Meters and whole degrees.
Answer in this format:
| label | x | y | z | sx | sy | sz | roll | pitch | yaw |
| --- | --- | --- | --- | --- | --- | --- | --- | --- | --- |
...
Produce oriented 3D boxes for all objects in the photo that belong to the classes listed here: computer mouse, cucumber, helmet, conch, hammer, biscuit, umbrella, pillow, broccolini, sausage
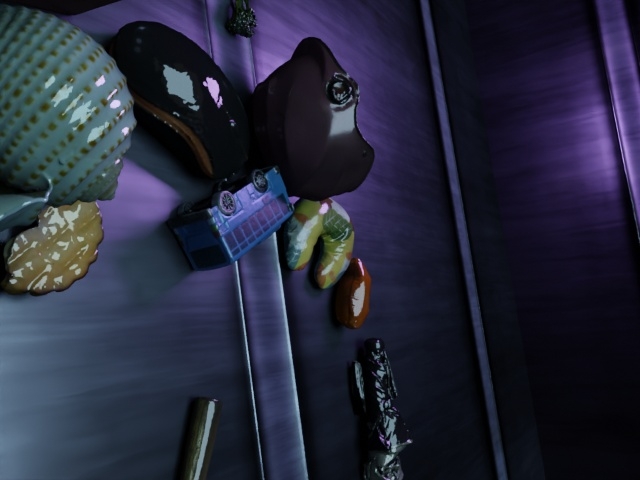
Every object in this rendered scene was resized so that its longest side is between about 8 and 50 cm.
| label | x | y | z | sx | sy | sz | roll | pitch | yaw |
| --- | --- | --- | --- | --- | --- | --- | --- | --- | --- |
| computer mouse | -0.231 | -0.248 | 0.940 | 0.323 | 0.116 | 0.183 | 46 | 49 | -40 |
| cucumber | 0.093 | 0.370 | 1.310 | 0.034 | 0.033 | 0.135 | 12 | 70 | -48 |
| helmet | -0.048 | -0.235 | 1.105 | 0.197 | 0.271 | 0.339 | -28 | 105 | -25 |
| conch | -0.384 | -0.133 | 0.581 | 0.319 | 0.215 | 0.303 | 35 | 65 | 2 |
| hammer | -0.217 | 0.468 | 0.808 | 0.168 | 0.044 | 0.440 | 35 | 53 | -45 |
| biscuit | -0.364 | -0.002 | 0.715 | 0.118 | 0.061 | 0.183 | 40 | 51 | -46 |
| umbrella | 0.158 | 0.427 | 1.326 | 0.113 | 0.106 | 0.358 | 12 | 70 | -51 |
| pillow | 0.000 | 0.000 | 1.249 | 0.233 | 0.086 | 0.214 | 41 | 59 | -47 |
| broccolini | -0.176 | -0.557 | 1.161 | 0.058 | 0.067 | 0.216 | 106 | -18 | -77 |
| sausage | 0.083 | 0.135 | 1.319 | 0.089 | 0.089 | 0.179 | 32 | 61 | -48 |

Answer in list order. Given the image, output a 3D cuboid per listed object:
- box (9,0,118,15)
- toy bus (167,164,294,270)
| label | x | y | z | sx | sy | sz | roll | pitch | yaw |
| --- | --- | --- | --- | --- | --- | --- | --- | --- | --- |
| box | -0.363 | -0.380 | 0.691 | 0.215 | 0.215 | 0.086 | -16 | 104 | -58 |
| toy bus | -0.157 | -0.047 | 0.989 | 0.234 | 0.116 | 0.134 | -44 | 115 | -51 |
